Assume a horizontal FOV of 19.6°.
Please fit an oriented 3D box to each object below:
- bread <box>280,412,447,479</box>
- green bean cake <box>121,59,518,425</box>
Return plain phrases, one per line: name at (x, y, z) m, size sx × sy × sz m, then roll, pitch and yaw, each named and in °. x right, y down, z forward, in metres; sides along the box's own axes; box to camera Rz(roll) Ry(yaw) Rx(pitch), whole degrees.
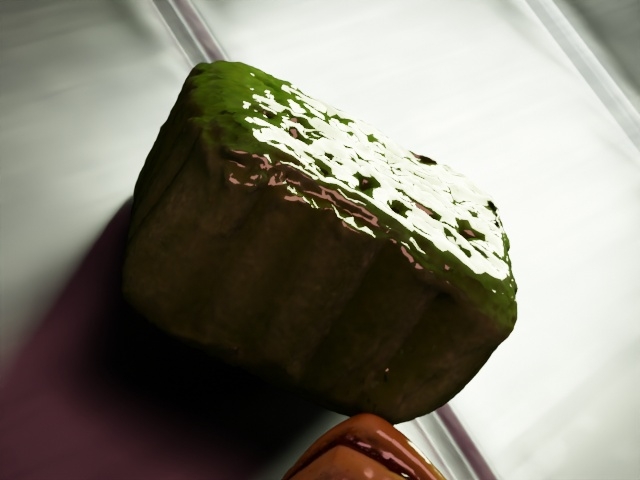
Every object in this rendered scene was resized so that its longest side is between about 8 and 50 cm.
bread at (0.050, 0.194, 0.975) m, size 0.200 × 0.116 × 0.077 m, roll 44°, pitch 35°, yaw 9°
green bean cake at (0.000, 0.000, 1.086) m, size 0.222 × 0.125 × 0.248 m, roll 28°, pitch 18°, yaw -10°
